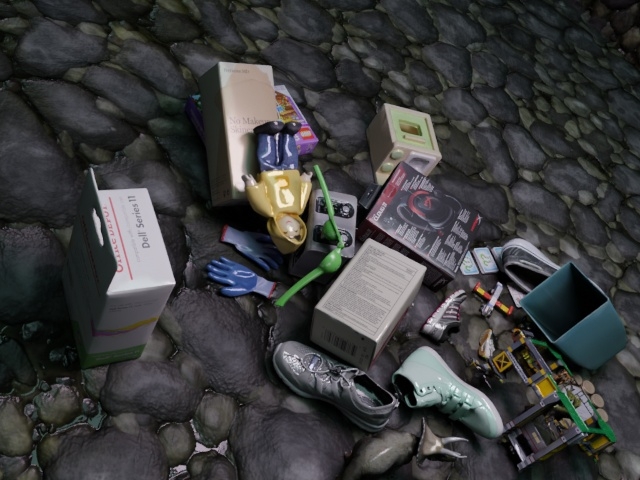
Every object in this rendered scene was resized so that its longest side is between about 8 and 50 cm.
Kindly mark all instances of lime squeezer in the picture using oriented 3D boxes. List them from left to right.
[{"bbox_3d":[0.000,0.000,1.439,0.109,0.059,0.311,11,80,20],"label":"lime squeezer"}]

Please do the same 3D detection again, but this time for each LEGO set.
[{"bbox_3d":[0.475,0.115,1.807,0.182,0.060,0.244,-2,58,-26],"label":"LEGO set"},{"bbox_3d":[0.486,0.381,1.564,0.255,0.192,0.331,11,42,-53],"label":"LEGO set"}]

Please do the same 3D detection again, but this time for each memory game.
[{"bbox_3d":[0.636,0.407,1.703,0.186,0.012,0.186,15,50,-19],"label":"memory game"}]

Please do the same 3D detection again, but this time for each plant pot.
[{"bbox_3d":[0.650,0.211,1.713,0.234,0.165,0.165,43,12,-34],"label":"plant pot"}]

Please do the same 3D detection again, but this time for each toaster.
[{"bbox_3d":[0.004,-0.005,1.568,0.110,0.186,0.168,15,58,-15],"label":"toaster"}]

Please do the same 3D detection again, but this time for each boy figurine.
[{"bbox_3d":[-0.092,-0.114,1.500,0.177,0.092,0.285,1,82,-36],"label":"boy figurine"}]

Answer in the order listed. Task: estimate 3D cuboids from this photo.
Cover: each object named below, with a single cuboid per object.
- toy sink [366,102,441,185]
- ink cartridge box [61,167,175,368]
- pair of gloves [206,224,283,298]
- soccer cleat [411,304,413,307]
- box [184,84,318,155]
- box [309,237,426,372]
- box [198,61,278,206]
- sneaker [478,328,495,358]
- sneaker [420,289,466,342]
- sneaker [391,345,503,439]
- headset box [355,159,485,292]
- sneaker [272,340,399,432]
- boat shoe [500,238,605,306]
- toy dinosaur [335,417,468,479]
[{"bbox_3d":[0.233,-0.245,1.893,0.152,0.131,0.234,10,53,-21],"label":"toy sink"},{"bbox_3d":[-0.355,0.051,1.196,0.119,0.353,0.207,-6,60,-32],"label":"ink cartridge box"},{"bbox_3d":[-0.166,0.052,1.527,0.159,0.023,0.198,23,47,-9],"label":"pair of gloves"},{"bbox_3d":[0.144,0.153,1.592,0.196,0.068,0.076,-21,71,-41],"label":"soccer cleat"},{"bbox_3d":[-0.174,-0.296,1.758,0.293,0.057,0.201,-15,65,-36],"label":"box"},{"bbox_3d":[0.101,0.134,1.453,0.148,0.127,0.232,28,51,16],"label":"box"},{"bbox_3d":[-0.181,-0.241,1.585,0.148,0.121,0.311,-6,87,-32],"label":"box"},{"bbox_3d":[0.412,0.258,1.685,0.037,0.032,0.083,38,50,-17],"label":"sneaker"},{"bbox_3d":[0.313,0.188,1.659,0.075,0.063,0.170,44,52,8],"label":"sneaker"},{"bbox_3d":[0.264,0.357,1.479,0.256,0.094,0.151,43,41,19],"label":"sneaker"},{"bbox_3d":[0.237,-0.045,1.734,0.293,0.110,0.218,33,59,-2],"label":"headset box"},{"bbox_3d":[0.037,0.278,1.401,0.281,0.115,0.105,30,47,-6],"label":"sneaker"},{"bbox_3d":[0.614,0.132,1.823,0.335,0.121,0.119,32,46,-2],"label":"boat shoe"},{"bbox_3d":[0.111,0.411,1.312,0.313,0.160,0.121,-3,58,-31],"label":"toy dinosaur"}]
